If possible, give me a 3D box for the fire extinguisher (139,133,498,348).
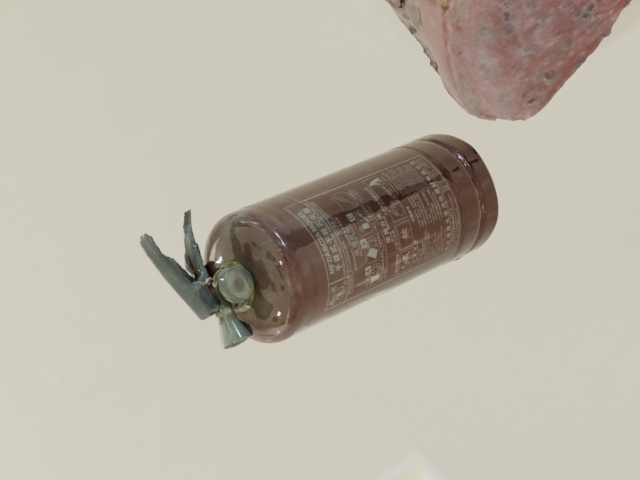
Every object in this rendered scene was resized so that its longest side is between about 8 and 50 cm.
[{"bbox_3d":[0.000,0.000,1.100,0.105,0.269,0.105,23,123,40],"label":"fire extinguisher"}]

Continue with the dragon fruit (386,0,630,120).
[{"bbox_3d":[0.044,-0.109,0.382,0.147,0.096,0.102,-56,46,19],"label":"dragon fruit"}]
